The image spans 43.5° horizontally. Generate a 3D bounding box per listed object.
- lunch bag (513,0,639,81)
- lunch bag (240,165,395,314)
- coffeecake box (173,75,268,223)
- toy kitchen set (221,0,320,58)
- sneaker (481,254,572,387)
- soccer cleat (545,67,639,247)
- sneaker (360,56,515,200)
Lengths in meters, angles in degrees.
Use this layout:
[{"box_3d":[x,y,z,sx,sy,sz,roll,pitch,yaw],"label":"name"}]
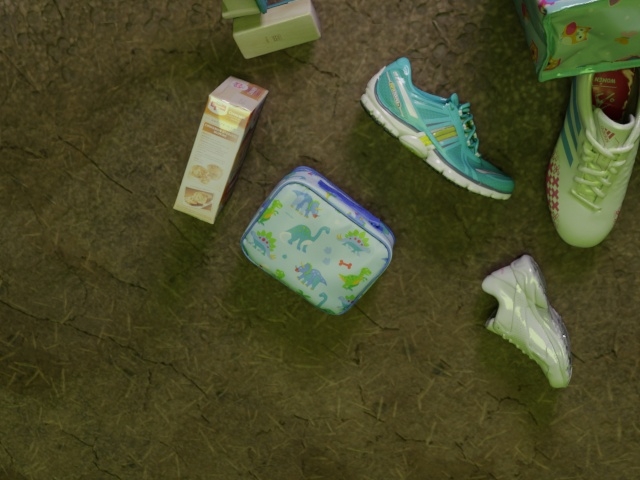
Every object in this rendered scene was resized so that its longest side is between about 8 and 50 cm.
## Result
[{"box_3d":[0.382,-0.339,1.011,0.262,0.223,0.160,-10,147,7],"label":"lunch bag"},{"box_3d":[0.000,0.000,1.285,0.219,0.090,0.176,35,114,-7],"label":"lunch bag"},{"box_3d":[-0.150,-0.141,1.219,0.068,0.142,0.186,21,114,-2],"label":"coffeecake box"},{"box_3d":[-0.090,-0.402,1.149,0.122,0.166,0.207,-12,147,13],"label":"toy kitchen set"},{"box_3d":[0.333,0.140,1.308,0.115,0.090,0.232,-21,99,22],"label":"sneaker"},{"box_3d":[0.394,-0.129,1.147,0.116,0.143,0.331,4,113,6],"label":"soccer cleat"},{"box_3d":[0.188,-0.158,1.191,0.275,0.107,0.110,38,103,-8],"label":"sneaker"}]
